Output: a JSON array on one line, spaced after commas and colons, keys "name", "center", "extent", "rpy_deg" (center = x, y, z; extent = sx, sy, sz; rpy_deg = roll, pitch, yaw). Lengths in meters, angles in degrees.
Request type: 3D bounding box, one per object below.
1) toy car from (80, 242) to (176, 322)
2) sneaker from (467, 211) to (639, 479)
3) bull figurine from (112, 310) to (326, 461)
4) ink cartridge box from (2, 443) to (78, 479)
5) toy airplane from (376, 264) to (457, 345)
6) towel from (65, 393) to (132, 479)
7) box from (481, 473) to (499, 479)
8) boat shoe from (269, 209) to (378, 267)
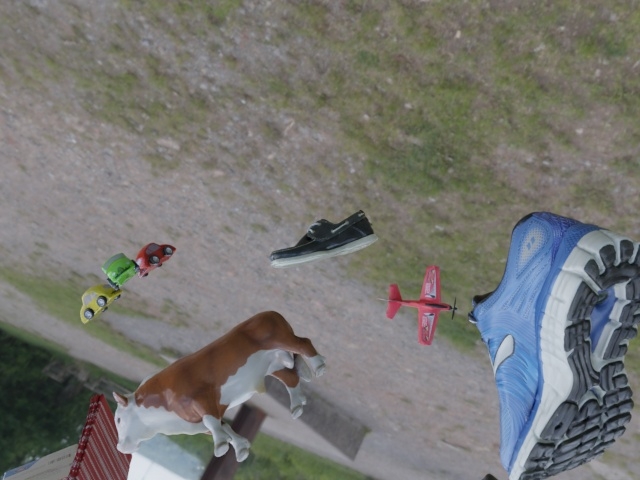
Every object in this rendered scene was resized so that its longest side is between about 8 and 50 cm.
[{"name": "toy car", "center": [-0.391, 0.063, 1.192], "extent": [0.053, 0.239, 0.225], "rpy_deg": [49, 162, 0]}, {"name": "sneaker", "center": [0.236, 0.117, 0.633], "extent": [0.147, 0.129, 0.330], "rpy_deg": [-127, 32, -56]}, {"name": "bull figurine", "center": [-0.143, 0.214, 0.874], "extent": [0.188, 0.310, 0.101], "rpy_deg": [35, 146, 32]}, {"name": "ink cartridge box", "center": [-0.602, 0.596, 1.344], "extent": [0.232, 0.171, 0.168], "rpy_deg": [-179, 73, -70]}, {"name": "toy airplane", "center": [0.181, 0.121, 1.135], "extent": [0.151, 0.151, 0.028], "rpy_deg": [19, 177, 22]}, {"name": "towel", "center": [-0.422, 0.453, 1.151], "extent": [0.031, 0.275, 0.199], "rpy_deg": [-12, 119, 1]}, {"name": "box", "center": [0.296, 0.526, 0.806], "extent": [0.296, 0.183, 0.294], "rpy_deg": [36, -166, 7]}, {"name": "boat shoe", "center": [0.000, 0.000, 1.191], "extent": [0.084, 0.233, 0.079], "rpy_deg": [-34, 75, 64]}]
